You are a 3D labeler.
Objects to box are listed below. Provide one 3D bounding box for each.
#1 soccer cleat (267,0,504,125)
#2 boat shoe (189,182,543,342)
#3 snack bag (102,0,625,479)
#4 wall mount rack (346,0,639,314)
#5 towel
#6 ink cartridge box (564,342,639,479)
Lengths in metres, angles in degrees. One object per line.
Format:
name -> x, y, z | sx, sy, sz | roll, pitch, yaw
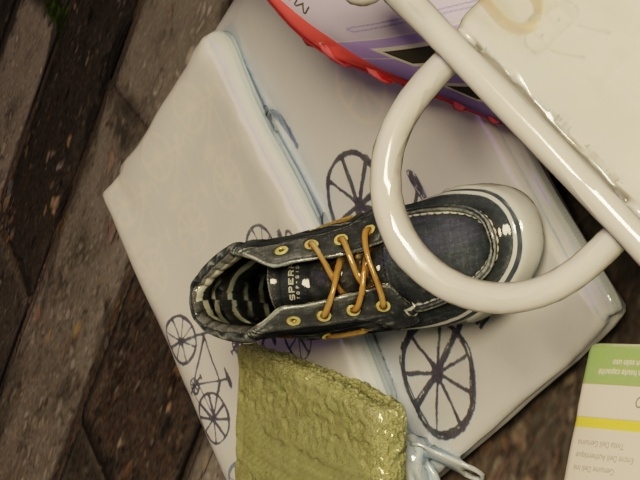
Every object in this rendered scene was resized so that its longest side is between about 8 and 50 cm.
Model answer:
soccer cleat -> 0.055, -0.111, 0.697 | 0.318, 0.108, 0.116 | 41, 123, 14
boat shoe -> 0.018, 0.018, 0.729 | 0.183, 0.083, 0.065 | -20, 78, 46
snack bag -> 0.000, 0.000, 0.841 | 0.342, 0.037, 0.323 | -49, 58, 44
wall mount rack -> 0.167, -0.075, 0.517 | 0.350, 0.130, 0.304 | -46, 73, 14
towel -> -0.002, 0.117, 0.808 | 0.148, 0.027, 0.110 | 15, 109, 53
ink cartridge box -> 0.152, 0.159, 0.566 | 0.171, 0.056, 0.235 | -5, 70, 62
